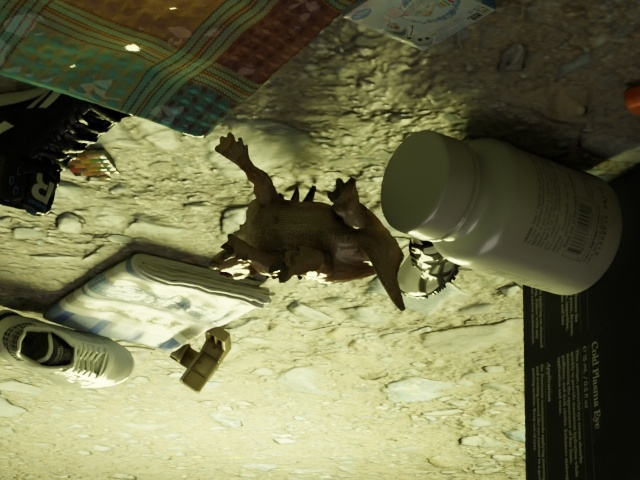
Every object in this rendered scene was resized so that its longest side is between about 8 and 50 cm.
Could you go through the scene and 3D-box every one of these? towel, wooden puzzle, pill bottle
[{"bbox_3d":[-0.220,0.088,1.831,0.209,0.034,0.285,16,154,-31],"label":"towel"},{"bbox_3d":[-0.242,-0.081,1.440,0.049,0.006,0.083,-3,158,10],"label":"wooden puzzle"},{"bbox_3d":[-0.178,-0.195,1.064,0.370,0.040,0.271,16,146,-32],"label":"towel"},{"bbox_3d":[0.179,-0.031,1.377,0.229,0.131,0.131,16,154,-33],"label":"pill bottle"}]

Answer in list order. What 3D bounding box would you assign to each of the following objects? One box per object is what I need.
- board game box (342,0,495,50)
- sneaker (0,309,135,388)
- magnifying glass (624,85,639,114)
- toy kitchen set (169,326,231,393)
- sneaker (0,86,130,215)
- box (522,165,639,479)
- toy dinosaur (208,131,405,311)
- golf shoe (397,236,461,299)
[{"bbox_3d":[0.080,-0.193,1.125,0.090,0.020,0.090,16,154,-34],"label":"board game box"},{"bbox_3d":[-0.350,0.162,1.917,0.235,0.090,0.094,18,172,-39],"label":"sneaker"},{"bbox_3d":[0.382,-0.150,1.214,0.231,0.026,0.092,-12,155,31],"label":"magnifying glass"},{"bbox_3d":[-0.178,0.158,1.954,0.068,0.083,0.075,32,160,10],"label":"toy kitchen set"},{"bbox_3d":[-0.236,-0.086,1.272,0.216,0.121,0.079,-14,155,33],"label":"sneaker"},{"bbox_3d":[0.371,0.110,1.436,0.178,0.343,0.312,13,156,-24],"label":"box"},{"bbox_3d":[0.000,0.000,1.399,0.295,0.127,0.200,17,172,34],"label":"toy dinosaur"},{"bbox_3d":[0.128,0.003,1.565,0.094,0.077,0.198,26,146,-20],"label":"golf shoe"}]
